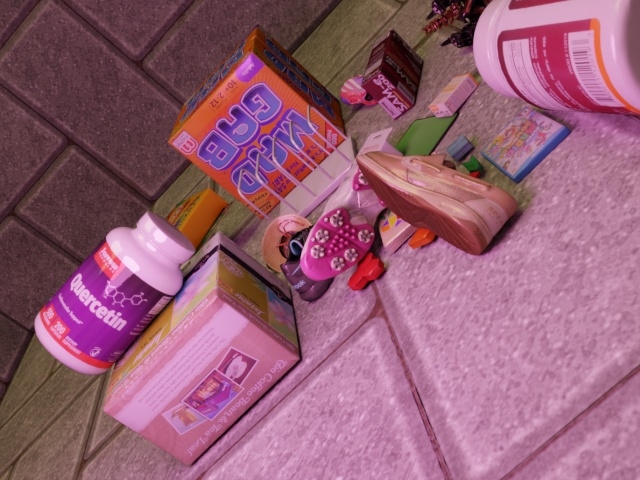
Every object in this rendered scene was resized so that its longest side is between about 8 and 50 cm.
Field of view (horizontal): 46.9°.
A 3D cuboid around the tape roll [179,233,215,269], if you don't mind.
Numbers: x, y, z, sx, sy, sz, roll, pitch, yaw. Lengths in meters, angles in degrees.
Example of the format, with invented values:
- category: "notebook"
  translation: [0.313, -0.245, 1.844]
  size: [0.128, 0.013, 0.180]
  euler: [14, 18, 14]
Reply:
- category: "tape roll"
  translation: [-0.398, 0.097, 2.218]
  size: [0.286, 0.100, 0.286]
  euler: [-41, 21, 20]

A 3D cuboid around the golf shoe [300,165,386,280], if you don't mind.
- category: "golf shoe"
  translation: [0.047, -0.030, 1.470]
  size: [0.306, 0.115, 0.140]
  euler: [-54, 10, -30]

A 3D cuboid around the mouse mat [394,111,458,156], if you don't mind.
- category: "mouse mat"
  translation: [0.219, -0.222, 1.651]
  size: [0.152, 0.007, 0.190]
  euler: [-54, 20, -12]

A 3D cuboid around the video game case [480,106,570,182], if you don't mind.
- category: "video game case"
  translation: [0.350, -0.169, 1.280]
  size: [0.119, 0.015, 0.166]
  euler: [-45, 21, 11]

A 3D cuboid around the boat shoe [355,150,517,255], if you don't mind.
- category: "boat shoe"
  translation: [0.190, -0.088, 1.267]
  size: [0.110, 0.121, 0.341]
  euler: [-43, 43, -9]

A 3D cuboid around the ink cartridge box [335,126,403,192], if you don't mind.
- category: "ink cartridge box"
  translation: [0.116, -0.161, 1.662]
  size: [0.180, 0.060, 0.104]
  euler: [-60, 22, -17]

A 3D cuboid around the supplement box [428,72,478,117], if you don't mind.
- category: "supplement box"
  translation: [0.291, -0.317, 1.617]
  size: [0.098, 0.036, 0.062]
  euler: [-48, 20, -13]

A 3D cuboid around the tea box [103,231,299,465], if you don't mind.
- category: "tea box"
  translation: [-0.239, 0.211, 1.522]
  size: [0.329, 0.220, 0.323]
  euler: [-45, 21, 11]

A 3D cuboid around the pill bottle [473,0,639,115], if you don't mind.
- category: "pill bottle"
  translation: [0.406, -0.303, 1.103]
  size: [0.224, 0.224, 0.392]
  euler: [-50, 21, -2]

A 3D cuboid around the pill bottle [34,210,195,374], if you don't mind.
- category: "pill bottle"
  translation: [-0.404, 0.100, 1.477]
  size: [0.323, 0.181, 0.181]
  euler: [-48, 20, 4]

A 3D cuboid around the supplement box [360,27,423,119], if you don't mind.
- category: "supplement box"
  translation: [0.188, -0.433, 1.905]
  size: [0.073, 0.130, 0.239]
  euler: [-33, 27, 36]

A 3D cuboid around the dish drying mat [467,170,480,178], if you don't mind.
- category: "dish drying mat"
  translation: [0.247, -0.102, 1.308]
  size: [0.083, 0.008, 0.032]
  euler: [-15, 38, 56]

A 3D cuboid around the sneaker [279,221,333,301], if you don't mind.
- category: "sneaker"
  translation: [0.000, 0.000, 1.572]
  size: [0.101, 0.106, 0.267]
  euler: [-29, 27, 46]

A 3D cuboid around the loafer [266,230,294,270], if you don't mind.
- category: "loafer"
  translation: [-0.089, 0.005, 1.811]
  size: [0.148, 0.056, 0.050]
  euler: [-51, 27, -5]

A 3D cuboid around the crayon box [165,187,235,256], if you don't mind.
- category: "crayon box"
  translation: [-0.394, -0.039, 2.190]
  size: [0.319, 0.081, 0.202]
  euler: [-16, 39, 55]

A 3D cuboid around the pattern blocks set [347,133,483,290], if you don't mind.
- category: "pattern blocks set"
  translation: [0.178, -0.061, 1.423]
  size: [0.325, 0.026, 0.285]
  euler: [-39, 23, 25]

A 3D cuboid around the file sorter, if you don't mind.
- category: "file sorter"
  translation: [-0.060, -0.191, 1.931]
  size: [0.278, 0.173, 0.192]
  euler: [-42, 22, 19]

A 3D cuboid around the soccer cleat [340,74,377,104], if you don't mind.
- category: "soccer cleat"
  translation: [0.123, -0.420, 2.094]
  size: [0.248, 0.083, 0.095]
  euler: [-9, 49, 56]

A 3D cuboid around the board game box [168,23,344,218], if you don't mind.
- category: "board game box"
  translation: [-0.183, -0.362, 2.211]
  size: [0.356, 0.357, 0.356]
  euler: [-43, 21, 19]

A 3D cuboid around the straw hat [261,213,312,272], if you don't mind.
- category: "straw hat"
  translation: [-0.065, 0.015, 1.729]
  size: [0.144, 0.144, 0.061]
  euler: [-52, -21, -7]

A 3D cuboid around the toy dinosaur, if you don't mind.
- category: "toy dinosaur"
  translation: [0.379, -0.571, 1.804]
  size: [0.218, 0.164, 0.322]
  euler: [-46, -3, -35]
